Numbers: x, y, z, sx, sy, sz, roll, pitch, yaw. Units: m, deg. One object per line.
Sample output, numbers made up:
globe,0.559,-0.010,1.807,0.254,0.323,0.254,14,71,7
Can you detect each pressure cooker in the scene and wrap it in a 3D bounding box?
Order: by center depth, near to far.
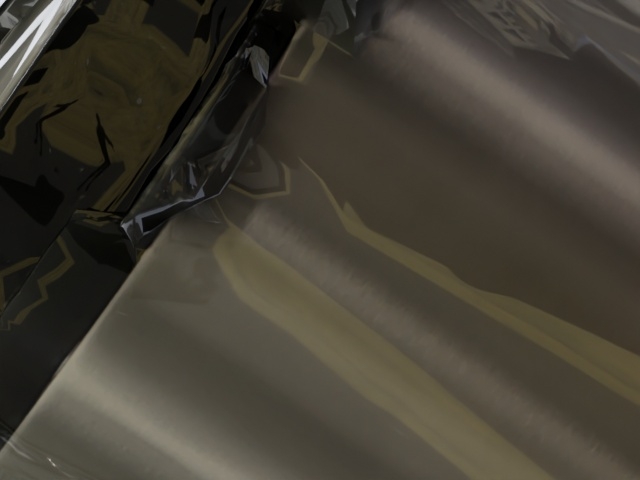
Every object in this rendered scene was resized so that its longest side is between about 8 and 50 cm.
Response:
pressure cooker,-0.002,0.004,0.704,0.420,0.375,0.370,33,-77,-8
